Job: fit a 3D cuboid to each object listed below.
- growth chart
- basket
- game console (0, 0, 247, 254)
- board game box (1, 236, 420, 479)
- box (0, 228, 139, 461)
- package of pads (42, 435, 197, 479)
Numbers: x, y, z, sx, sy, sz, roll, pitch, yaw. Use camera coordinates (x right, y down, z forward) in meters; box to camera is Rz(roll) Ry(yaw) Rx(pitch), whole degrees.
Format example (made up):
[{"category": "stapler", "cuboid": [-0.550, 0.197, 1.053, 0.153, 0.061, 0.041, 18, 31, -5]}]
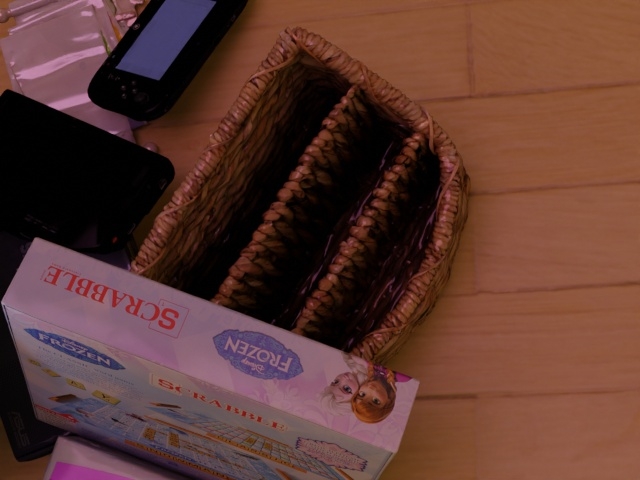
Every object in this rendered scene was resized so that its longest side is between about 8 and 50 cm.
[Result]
[{"category": "growth chart", "cuboid": [-0.256, -0.175, 1.409, 0.172, 0.021, 0.237, -13, 75, -4]}, {"category": "basket", "cuboid": [0.000, 0.000, 1.211, 0.213, 0.223, 0.299, 32, 84, 18]}, {"category": "game console", "cuboid": [-0.210, -0.150, 1.345, 0.213, 0.044, 0.361, 23, 67, 24]}, {"category": "board game box", "cuboid": [-0.098, 0.138, 1.126, 0.319, 0.318, 0.065, 20, 66, 1]}, {"category": "box", "cuboid": [-0.256, 0.084, 1.337, 0.183, 0.059, 0.232, -22, 81, 7]}, {"category": "package of pads", "cuboid": [-0.144, 0.339, 1.226, 0.297, 0.101, 0.229, 19, 85, 9]}]
